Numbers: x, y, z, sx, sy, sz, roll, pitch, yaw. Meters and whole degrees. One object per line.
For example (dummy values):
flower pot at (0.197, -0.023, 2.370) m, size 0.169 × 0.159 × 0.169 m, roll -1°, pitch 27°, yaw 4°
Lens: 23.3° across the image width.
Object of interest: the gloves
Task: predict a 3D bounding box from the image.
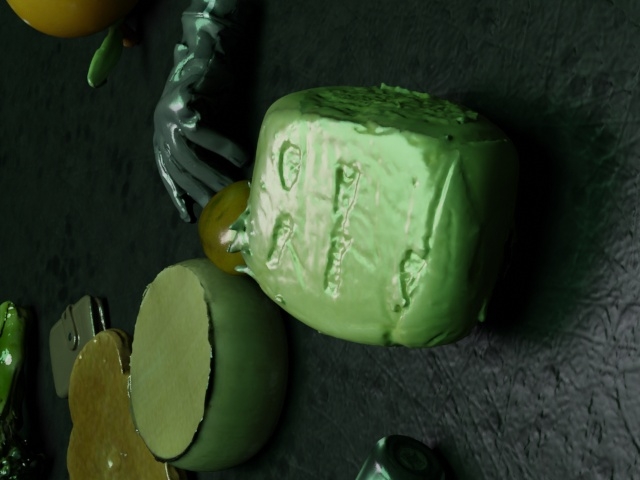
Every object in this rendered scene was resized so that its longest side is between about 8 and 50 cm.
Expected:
gloves at (-0.141, -0.162, 1.859) m, size 0.142 × 0.119 × 0.286 m, roll -111°, pitch 23°, yaw -88°

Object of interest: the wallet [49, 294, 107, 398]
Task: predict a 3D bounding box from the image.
wallet at (-0.342, 0.149, 2.188) m, size 0.152 × 0.038 × 0.118 m, roll -40°, pitch 56°, yaw 50°

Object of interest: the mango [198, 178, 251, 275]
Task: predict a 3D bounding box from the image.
mango at (-0.086, -0.020, 1.745) m, size 0.111 × 0.089 × 0.163 m, roll -39°, pitch 27°, yaw 5°

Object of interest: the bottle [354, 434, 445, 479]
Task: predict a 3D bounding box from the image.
bottle at (0.042, 0.300, 1.525) m, size 0.096 × 0.079 × 0.254 m, roll -64°, pitch -1°, yaw -62°

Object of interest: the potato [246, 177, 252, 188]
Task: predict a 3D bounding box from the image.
potato at (0.000, 0.000, 1.601) m, size 0.117 × 0.090 × 0.225 m, roll -39°, pitch 55°, yaw 15°

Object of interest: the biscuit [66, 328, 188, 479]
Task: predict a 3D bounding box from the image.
biscuit at (-0.243, 0.295, 1.994) m, size 0.269 × 0.051 × 0.376 m, roll -42°, pitch 55°, yaw 46°

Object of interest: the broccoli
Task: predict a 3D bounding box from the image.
broccoli at (-0.475, 0.236, 2.328) m, size 0.165 × 0.145 × 0.304 m, roll 140°, pitch 138°, yaw -61°

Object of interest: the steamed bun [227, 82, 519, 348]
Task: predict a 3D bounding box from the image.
steamed bun at (0.060, -0.025, 1.439) m, size 0.273 × 0.166 × 0.232 m, roll 12°, pitch 107°, yaw 35°

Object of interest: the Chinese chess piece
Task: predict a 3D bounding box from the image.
Chinese chess piece at (-0.135, 0.143, 1.798) m, size 0.250 × 0.103 × 0.250 m, roll -12°, pitch 75°, yaw 58°

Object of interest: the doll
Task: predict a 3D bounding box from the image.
doll at (-0.316, -0.344, 2.085) m, size 0.213 × 0.213 × 0.236 m, roll 4°, pitch 129°, yaw 58°
